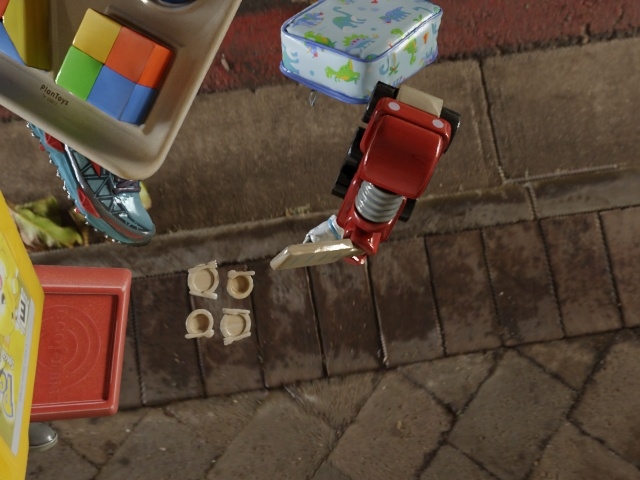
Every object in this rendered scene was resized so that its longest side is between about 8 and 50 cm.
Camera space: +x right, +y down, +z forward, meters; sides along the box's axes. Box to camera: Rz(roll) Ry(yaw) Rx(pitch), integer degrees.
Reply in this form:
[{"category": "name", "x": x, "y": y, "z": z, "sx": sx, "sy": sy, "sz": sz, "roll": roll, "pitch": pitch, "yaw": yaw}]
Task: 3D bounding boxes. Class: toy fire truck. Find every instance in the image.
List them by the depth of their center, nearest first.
[{"category": "toy fire truck", "x": 0.055, "y": -0.056, "z": 0.958, "sx": 0.159, "sy": 0.217, "sz": 0.246, "roll": 22, "pitch": 47, "yaw": -3}]

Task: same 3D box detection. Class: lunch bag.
[{"category": "lunch bag", "x": 0.056, "y": -0.286, "z": 1.076, "sx": 0.176, "sy": 0.090, "sz": 0.219, "roll": 27, "pitch": 48, "yaw": 23}]

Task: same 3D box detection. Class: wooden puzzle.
[{"category": "wooden puzzle", "x": -0.257, "y": -0.289, "z": 0.857, "sx": 0.322, "sy": 0.080, "sz": 0.347, "roll": 31, "pitch": 96, "yaw": 13}]

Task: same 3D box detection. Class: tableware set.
[{"category": "tableware set", "x": -0.196, "y": 0.123, "z": 1.487, "sx": 0.141, "sy": 0.020, "sz": 0.168, "roll": 2, "pitch": 95, "yaw": -30}]

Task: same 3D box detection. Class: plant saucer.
[{"category": "plant saucer", "x": -0.427, "y": 0.171, "z": 1.214, "sx": 0.259, "sy": 0.048, "sz": 0.258, "roll": 5, "pitch": 93, "yaw": -39}]

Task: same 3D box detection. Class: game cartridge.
[{"category": "game cartridge", "x": -0.327, "y": 0.102, "z": 0.712, "sx": 0.053, "sy": 0.285, "sz": 0.323, "roll": -7, "pitch": 51, "yaw": -8}]

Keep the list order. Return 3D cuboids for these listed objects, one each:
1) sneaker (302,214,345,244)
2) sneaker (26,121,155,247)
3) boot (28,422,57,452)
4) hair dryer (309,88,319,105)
[{"category": "sneaker", "x": 0.000, "y": 0.000, "z": 1.580, "sx": 0.083, "sy": 0.190, "sz": 0.071, "roll": -27, "pitch": 78, "yaw": -9}, {"category": "sneaker", "x": -0.294, "y": -0.114, "z": 1.038, "sx": 0.125, "sy": 0.104, "sz": 0.261, "roll": -32, "pitch": 95, "yaw": 14}, {"category": "boot", "x": -0.572, "y": 0.275, "z": 1.384, "sx": 0.190, "sy": 0.076, "sz": 0.208, "roll": 9, "pitch": 107, "yaw": 8}, {"category": "hair dryer", "x": 0.059, "y": -0.449, "z": 1.681, "sx": 0.224, "sy": 0.080, "sz": 0.293, "roll": -18, "pitch": 44, "yaw": 38}]
